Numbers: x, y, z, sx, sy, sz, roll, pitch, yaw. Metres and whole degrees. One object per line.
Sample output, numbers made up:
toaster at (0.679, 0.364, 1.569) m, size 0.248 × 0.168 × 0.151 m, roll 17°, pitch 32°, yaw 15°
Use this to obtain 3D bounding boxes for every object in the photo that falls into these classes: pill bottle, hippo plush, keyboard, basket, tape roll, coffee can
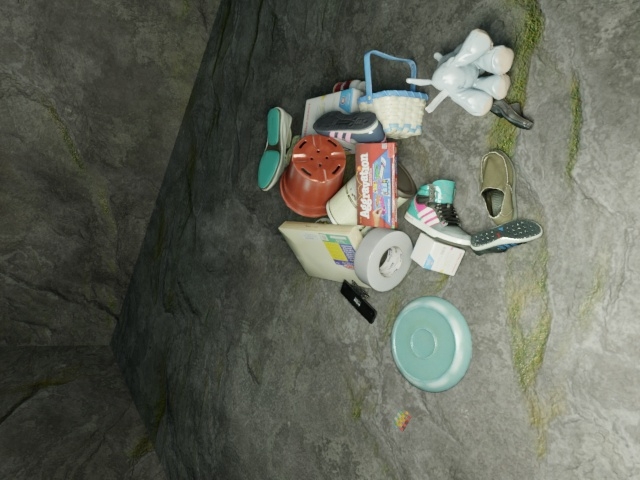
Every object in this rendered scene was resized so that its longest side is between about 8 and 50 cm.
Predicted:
pill bottle at (0.130, -0.625, 1.972) m, size 0.152 × 0.086 × 0.086 m, roll 12°, pitch 91°, yaw 48°
hippo plush at (0.464, -0.521, 1.518) m, size 0.294 × 0.234 × 0.236 m, roll -33°, pitch 13°, yaw 21°
keyboard at (0.155, 0.222, 1.801) m, size 0.192 × 0.038 × 0.100 m, roll 45°, pitch 138°, yaw 30°
basket at (0.253, -0.516, 1.691) m, size 0.201 × 0.255 × 0.288 m, roll 12°, pitch 102°, yaw 51°
tape roll at (0.220, 0.063, 1.634) m, size 0.072 × 0.219 × 0.219 m, roll 25°, pitch 101°, yaw 48°
coffee can at (0.182, -0.159, 1.733) m, size 0.275 × 0.202 × 0.201 m, roll -43°, pitch 53°, yaw 34°

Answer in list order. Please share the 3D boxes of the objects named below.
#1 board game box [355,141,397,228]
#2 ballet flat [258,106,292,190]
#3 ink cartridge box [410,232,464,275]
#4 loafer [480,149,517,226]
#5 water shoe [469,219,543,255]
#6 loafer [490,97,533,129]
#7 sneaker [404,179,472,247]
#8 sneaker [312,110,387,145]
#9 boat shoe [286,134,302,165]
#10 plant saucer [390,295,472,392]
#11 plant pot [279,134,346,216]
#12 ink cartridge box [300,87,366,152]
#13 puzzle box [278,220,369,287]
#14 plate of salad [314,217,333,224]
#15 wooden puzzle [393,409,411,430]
board game box at (0.187, -0.185, 1.582) m, size 0.145 × 0.027 × 0.281 m, roll 6°, pitch 105°, yaw 34°
ballet flat at (-0.200, -0.432, 2.268) m, size 0.139 × 0.139 × 0.399 m, roll 14°, pitch 97°, yaw 48°
ink cartridge box at (0.385, 0.047, 1.526) m, size 0.092 × 0.143 × 0.090 m, roll -68°, pitch 26°, yaw 13°
loafer at (0.537, -0.164, 1.430) m, size 0.094 × 0.087 × 0.251 m, roll -22°, pitch 66°, yaw 43°
water shoe at (0.550, -0.007, 1.402) m, size 0.203 × 0.080 × 0.072 m, roll -11°, pitch 58°, yaw 20°
loafer at (0.588, -0.395, 1.444) m, size 0.061 × 0.062 × 0.170 m, roll -55°, pitch 48°, yaw 19°
sneaker at (0.405, -0.103, 1.535) m, size 0.295 × 0.124 × 0.178 m, roll 40°, pitch 119°, yaw 52°
sneaker at (0.100, -0.381, 1.679) m, size 0.319 × 0.131 × 0.112 m, roll 23°, pitch 71°, yaw 49°
boat shoe at (-0.117, -0.423, 2.227) m, size 0.048 × 0.056 × 0.152 m, roll 17°, pitch 87°, yaw 53°
plant saucer at (0.351, 0.342, 1.567) m, size 0.318 × 0.044 × 0.317 m, roll -11°, pitch 74°, yaw 45°
plant pot at (-0.019, -0.263, 1.845) m, size 0.265 × 0.273 × 0.272 m, roll 110°, pitch 155°, yaw -71°
ink cartridge box at (0.086, -0.467, 1.905) m, size 0.270 × 0.197 × 0.198 m, roll 5°, pitch 86°, yaw 47°
puzzle box at (0.037, 0.051, 1.831) m, size 0.409 × 0.272 × 0.052 m, roll 7°, pitch 45°, yaw 47°
plate of salad at (0.000, 0.000, 2.017) m, size 0.200 × 0.048 × 0.199 m, roll -12°, pitch 74°, yaw 47°
wooden puzzle at (0.277, 0.617, 1.617) m, size 0.049 × 0.006 × 0.083 m, roll 41°, pitch 112°, yaw 44°
